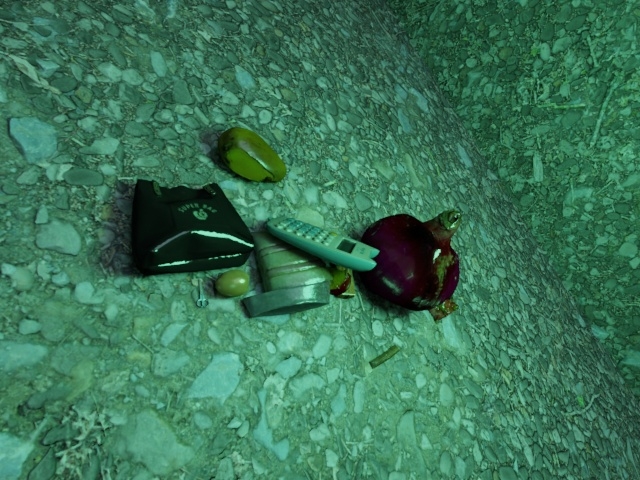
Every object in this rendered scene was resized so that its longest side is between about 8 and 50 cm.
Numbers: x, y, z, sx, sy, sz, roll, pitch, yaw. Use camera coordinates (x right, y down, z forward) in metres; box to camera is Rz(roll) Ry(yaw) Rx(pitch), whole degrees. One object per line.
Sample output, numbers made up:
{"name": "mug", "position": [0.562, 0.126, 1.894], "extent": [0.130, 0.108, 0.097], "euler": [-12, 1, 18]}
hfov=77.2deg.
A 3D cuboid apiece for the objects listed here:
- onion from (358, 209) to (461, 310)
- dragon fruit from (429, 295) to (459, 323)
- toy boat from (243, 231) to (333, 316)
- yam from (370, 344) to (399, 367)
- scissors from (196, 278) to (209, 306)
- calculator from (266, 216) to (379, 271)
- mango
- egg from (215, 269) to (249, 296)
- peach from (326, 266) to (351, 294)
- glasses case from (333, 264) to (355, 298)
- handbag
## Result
{"name": "onion", "position": [0.363, 0.046, 1.462], "extent": [0.399, 0.420, 0.397], "euler": [12, 59, -21]}
{"name": "dragon fruit", "position": [0.527, 0.269, 1.688], "extent": [0.147, 0.096, 0.102], "euler": [-23, 84, -43]}
{"name": "toy boat", "position": [-0.092, 0.104, 1.247], "extent": [0.277, 0.111, 0.293], "euler": [7, 63, -10]}
{"name": "yam", "position": [0.229, 0.406, 1.407], "extent": [0.146, 0.032, 0.032], "euler": [-16, 75, -42]}
{"name": "scissors", "position": [-0.334, 0.148, 1.124], "extent": [0.036, 0.006, 0.083], "euler": [1, 64, -37]}
{"name": "calculator", "position": [0.000, 0.000, 1.321], "extent": [0.387, 0.054, 0.256], "euler": [23, 15, 6]}
{"name": "mango", "position": [-0.232, -0.288, 1.395], "extent": [0.262, 0.130, 0.167], "euler": [37, 41, -24]}
{"name": "egg", "position": [-0.254, 0.123, 1.154], "extent": [0.097, 0.080, 0.080], "euler": [9, 59, -27]}
{"name": "peach", "position": [0.018, 0.130, 1.343], "extent": [0.172, 0.127, 0.092], "euler": [17, 85, -18]}
{"name": "glasses case", "position": [0.080, 0.126, 1.452], "extent": [0.065, 0.041, 0.169], "euler": [7, 60, -23]}
{"name": "handbag", "position": [-0.366, -0.057, 1.139], "extent": [0.343, 0.152, 0.287], "euler": [-3, 54, -41]}
